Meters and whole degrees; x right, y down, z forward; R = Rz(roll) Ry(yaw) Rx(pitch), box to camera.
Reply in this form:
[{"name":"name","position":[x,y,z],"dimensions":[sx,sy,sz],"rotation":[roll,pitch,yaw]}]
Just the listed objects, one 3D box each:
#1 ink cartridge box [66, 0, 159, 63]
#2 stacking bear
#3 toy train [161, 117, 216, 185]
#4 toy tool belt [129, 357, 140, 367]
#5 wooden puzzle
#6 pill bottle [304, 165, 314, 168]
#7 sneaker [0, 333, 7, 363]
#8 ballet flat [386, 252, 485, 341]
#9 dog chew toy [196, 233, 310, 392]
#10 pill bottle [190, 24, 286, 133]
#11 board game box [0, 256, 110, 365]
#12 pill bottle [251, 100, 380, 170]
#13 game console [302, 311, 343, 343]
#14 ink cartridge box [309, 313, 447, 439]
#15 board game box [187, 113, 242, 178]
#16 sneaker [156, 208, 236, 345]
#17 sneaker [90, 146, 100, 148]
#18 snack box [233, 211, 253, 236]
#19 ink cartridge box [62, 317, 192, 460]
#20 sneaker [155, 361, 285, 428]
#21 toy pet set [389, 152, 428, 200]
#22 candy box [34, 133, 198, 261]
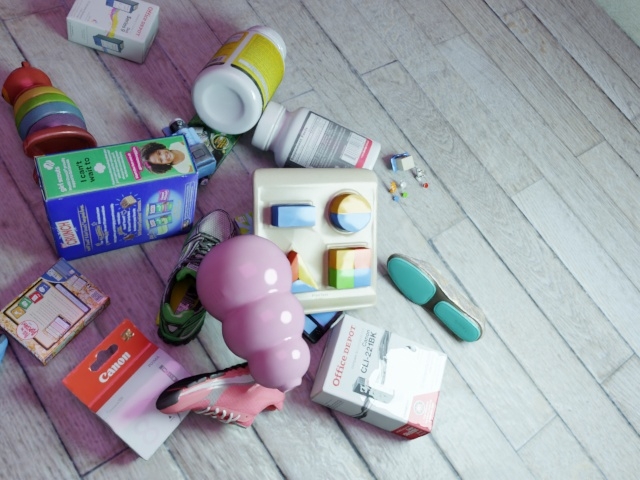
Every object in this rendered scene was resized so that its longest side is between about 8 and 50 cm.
[{"name":"ink cartridge box","position":[-0.571,-0.603,1.725],"dimensions":[0.212,0.093,0.154],"rotation":[18,60,-10]},{"name":"stacking bear","position":[-0.676,-0.306,1.513],"dimensions":[0.164,0.175,0.289],"rotation":[-25,66,-24]},{"name":"toy train","position":[-0.332,-0.227,1.568],"dimensions":[0.080,0.105,0.184],"rotation":[-25,74,-27]},{"name":"toy tool belt","position":[-0.402,0.276,1.353],"dimensions":[0.083,0.051,0.052],"rotation":[-36,114,-27]},{"name":"wooden puzzle","position":[0.000,0.000,1.478],"dimensions":[0.321,0.080,0.348],"rotation":[-3,93,-22]},{"name":"pill bottle","position":[0.024,-0.088,1.594],"dimensions":[0.216,0.121,0.121],"rotation":[40,57,-19]},{"name":"sneaker","position":[-0.690,0.290,1.262],"dimensions":[0.082,0.069,0.209],"rotation":[46,44,-30]},{"name":"ballet flat","position":[0.306,0.136,1.629],"dimensions":[0.316,0.107,0.106],"rotation":[45,40,2]},{"name":"dog chew toy","position":[-0.128,0.157,1.305],"dimensions":[0.206,0.207,0.332],"rotation":[-18,73,-24]},{"name":"pill bottle","position":[-0.204,-0.448,1.681],"dimensions":[0.187,0.188,0.334],"rotation":[25,44,-4]},{"name":"board game box","position":[-0.586,0.153,1.365],"dimensions":[0.146,0.045,0.193],"rotation":[39,60,4]},{"name":"pill bottle","position":[-0.015,-0.249,1.667],"dimensions":[0.318,0.176,0.176],"rotation":[25,60,-4]},{"name":"game console","position":[-0.023,0.172,1.509],"dimensions":[0.122,0.071,0.107],"rotation":[42,25,7]},{"name":"ink cartridge box","position":[0.136,0.321,1.461],"dimensions":[0.272,0.114,0.197],"rotation":[22,60,-5]},{"name":"board game box","position":[-0.301,-0.278,1.681],"dimensions":[0.136,0.030,0.260],"rotation":[29,59,1]},{"name":"sneaker","position":[-0.274,0.070,1.445],"dimensions":[0.134,0.146,0.344],"rotation":[18,60,-7]},{"name":"sneaker","position":[-0.498,-0.177,1.512],"dimensions":[0.240,0.126,0.091],"rotation":[-25,73,-26]},{"name":"snack box","position":[-0.103,0.015,1.569],"dimensions":[0.174,0.070,0.207],"rotation":[-20,71,-25]},{"name":"ink cartridge box","position":[-0.383,0.308,1.299],"dimensions":[0.232,0.066,0.189],"rotation":[52,58,-18]},{"name":"sneaker","position":[-0.192,0.339,1.320],"dimensions":[0.313,0.115,0.136],"rotation":[-6,80,-42]},{"name":"toy pet set","position":[0.235,-0.188,1.795],"dimensions":[0.122,0.065,0.114],"rotation":[-23,107,-23]},{"name":"candy box","position":[-0.451,-0.093,1.402],"dimensions":[0.317,0.268,0.122],"rotation":[-15,66,-23]}]
